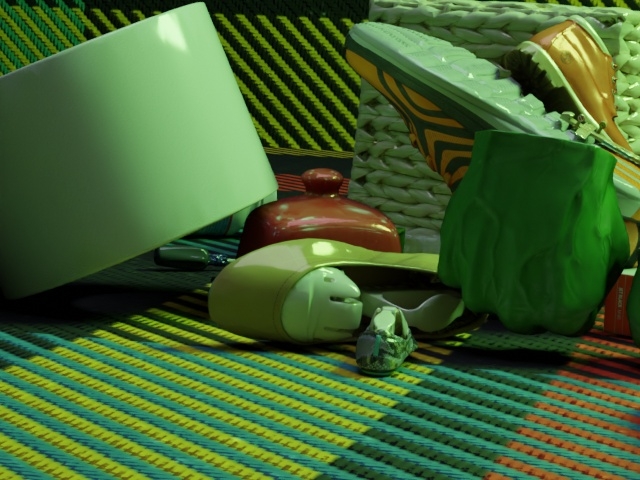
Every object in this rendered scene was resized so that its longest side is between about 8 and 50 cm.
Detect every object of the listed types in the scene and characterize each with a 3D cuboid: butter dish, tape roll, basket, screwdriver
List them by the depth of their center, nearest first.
[{"bbox_3d":[0.000,0.000,1.570,0.160,0.118,0.160,0,6,-15],"label":"butter dish"},{"bbox_3d":[-0.175,-0.072,1.571,0.246,0.169,0.246,-23,5,2],"label":"tape roll"},{"bbox_3d":[-0.075,0.019,1.819,0.170,0.024,0.025,3,-23,-15],"label":"screwdriver"},{"bbox_3d":[0.245,-0.096,1.880,0.331,0.266,0.328,10,9,42],"label":"basket"}]

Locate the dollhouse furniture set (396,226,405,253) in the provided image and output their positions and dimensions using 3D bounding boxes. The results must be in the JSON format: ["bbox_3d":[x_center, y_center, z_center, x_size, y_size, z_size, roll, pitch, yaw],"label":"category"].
[{"bbox_3d":[-0.004,0.014,1.707,0.151,0.059,0.076,4,6,14],"label":"dollhouse furniture set"}]

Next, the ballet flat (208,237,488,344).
[{"bbox_3d":[0.029,0.041,1.418,0.232,0.080,0.073,-3,20,-35],"label":"ballet flat"}]

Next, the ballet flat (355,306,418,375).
[{"bbox_3d":[0.047,0.067,1.345,0.041,0.041,0.114,3,6,7],"label":"ballet flat"}]

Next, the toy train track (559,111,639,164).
[{"bbox_3d":[0.234,-0.085,1.566,0.083,0.014,0.048,32,22,10],"label":"toy train track"}]

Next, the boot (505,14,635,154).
[{"bbox_3d":[0.236,-0.118,1.645,0.084,0.158,0.059,-37,6,-28],"label":"boot"}]

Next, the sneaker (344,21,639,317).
[{"bbox_3d":[0.120,-0.045,1.610,0.321,0.180,0.124,38,24,26],"label":"sneaker"}]

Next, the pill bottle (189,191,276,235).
[{"bbox_3d":[-0.133,-0.048,2.092,0.160,0.087,0.087,0,7,-20],"label":"pill bottle"}]

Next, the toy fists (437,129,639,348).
[{"bbox_3d":[0.222,0.014,1.391,0.279,0.142,0.096,11,-9,16],"label":"toy fists"}]

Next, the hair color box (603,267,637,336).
[{"bbox_3d":[0.315,0.055,1.489,0.167,0.053,0.093,6,6,43],"label":"hair color box"}]
